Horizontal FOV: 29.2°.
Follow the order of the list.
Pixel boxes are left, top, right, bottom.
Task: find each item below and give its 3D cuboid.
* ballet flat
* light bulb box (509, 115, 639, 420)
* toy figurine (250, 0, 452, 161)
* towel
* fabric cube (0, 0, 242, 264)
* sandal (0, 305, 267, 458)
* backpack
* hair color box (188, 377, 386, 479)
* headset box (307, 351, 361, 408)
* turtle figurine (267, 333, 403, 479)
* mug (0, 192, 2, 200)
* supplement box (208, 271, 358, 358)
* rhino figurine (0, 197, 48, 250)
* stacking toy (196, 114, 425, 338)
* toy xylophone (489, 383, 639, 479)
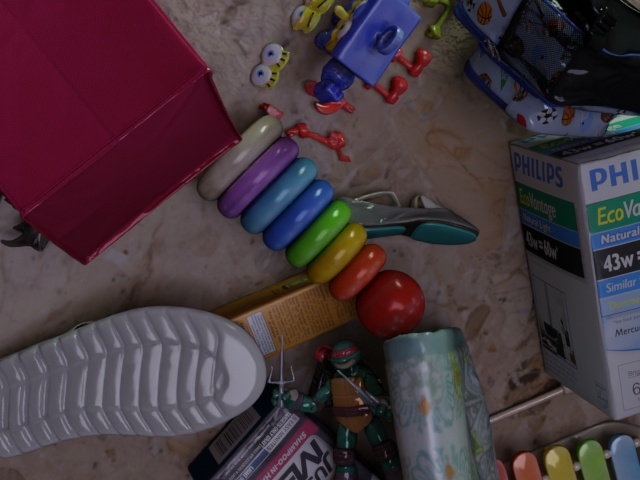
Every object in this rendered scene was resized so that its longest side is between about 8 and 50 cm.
[{"bbox_3d":[0.119,-0.035,1.688,0.213,0.072,0.068,2,70,-19],"label":"ballet flat"},{"bbox_3d":[0.488,0.007,1.715,0.358,0.225,0.361,-15,105,-13],"label":"light bulb box"},{"bbox_3d":[0.090,-0.266,1.554,0.191,0.217,0.362,37,89,-19],"label":"toy figurine"},{"bbox_3d":[0.168,0.272,1.572,0.090,0.374,0.320,-13,83,12],"label":"towel"},{"bbox_3d":[-0.277,-0.168,1.401,0.259,0.254,0.258,-39,77,-6],"label":"fabric cube"},{"bbox_3d":[-0.277,0.175,1.596,0.416,0.102,0.169,-9,95,1],"label":"sandal"},{"bbox_3d":[0.308,-0.266,1.591,0.276,0.263,0.213,3,135,-47],"label":"backpack"},{"bbox_3d":[0.004,0.370,1.708,0.347,0.105,0.174,42,87,-19],"label":"hair color box"},{"bbox_3d":[0.024,0.192,1.719,0.062,0.032,0.083,14,95,-18],"label":"headset box"},{"bbox_3d":[0.040,0.217,1.583,0.118,0.175,0.234,-27,105,-50],"label":"turtle figurine"},{"bbox_3d":[-0.451,0.006,1.497,0.113,0.150,0.169,26,87,-57],"label":"mug"},{"bbox_3d":[-0.043,0.099,1.659,0.233,0.078,0.080,-25,106,-10],"label":"supplement box"},{"bbox_3d":[-0.306,-0.074,1.553,0.243,0.073,0.106,-40,93,-4],"label":"rhino figurine"},{"bbox_3d":[0.000,0.000,1.578,0.141,0.141,0.330,-45,93,-4],"label":"stacking toy"},{"bbox_3d":[0.339,0.346,1.811,0.323,0.081,0.236,-28,106,-10],"label":"toy xylophone"}]
